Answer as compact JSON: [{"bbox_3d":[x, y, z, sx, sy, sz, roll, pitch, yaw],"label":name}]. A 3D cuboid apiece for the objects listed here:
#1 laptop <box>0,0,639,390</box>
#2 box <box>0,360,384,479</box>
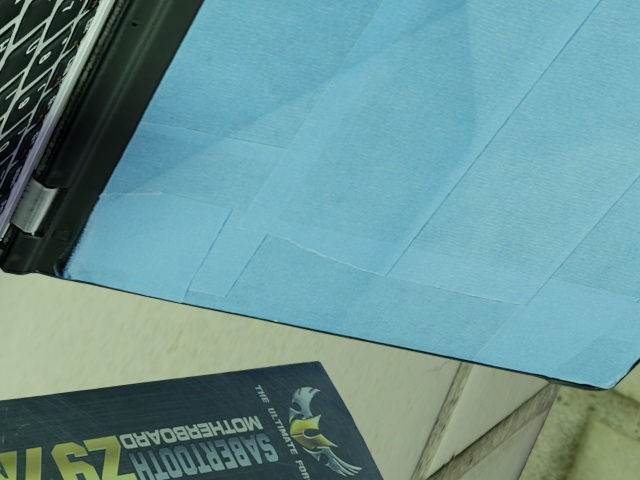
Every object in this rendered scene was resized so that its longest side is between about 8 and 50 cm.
[{"bbox_3d":[0.000,0.000,0.562,0.408,0.236,0.382,-47,175,-41],"label":"laptop"},{"bbox_3d":[-0.115,0.126,0.602,0.183,0.059,0.232,-4,149,-48],"label":"box"}]
